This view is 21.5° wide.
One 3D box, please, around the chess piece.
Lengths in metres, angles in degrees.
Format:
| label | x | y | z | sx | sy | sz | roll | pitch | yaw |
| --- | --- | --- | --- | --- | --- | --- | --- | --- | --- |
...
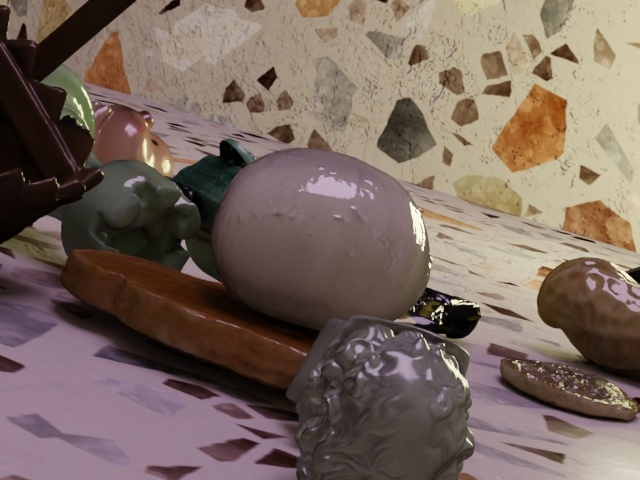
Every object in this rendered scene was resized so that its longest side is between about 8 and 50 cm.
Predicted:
| label | x | y | z | sx | sy | sz | roll | pitch | yaw |
| --- | --- | --- | --- | --- | --- | --- | --- | --- | --- |
| chess piece | -0.254 | -0.059 | 1.695 | 0.194 | 0.195 | 0.299 | 7 | 20 | -46 |

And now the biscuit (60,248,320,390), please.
| label | x | y | z | sx | sy | sz | roll | pitch | yaw |
| --- | --- | --- | --- | --- | --- | --- | --- | --- | --- |
| biscuit | -0.052 | 0.085 | 1.468 | 0.376 | 0.051 | 0.269 | 19 | 6 | 20 |

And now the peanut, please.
| label | x | y | z | sx | sy | sz | roll | pitch | yaw |
| --- | --- | --- | --- | --- | --- | --- | --- | --- | --- |
| peanut | 0.391 | 0.099 | 1.924 | 0.298 | 0.136 | 0.120 | 16 | -13 | 16 |

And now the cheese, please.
| label | x | y | z | sx | sy | sz | roll | pitch | yaw |
| --- | --- | --- | --- | --- | --- | --- | --- | --- | --- |
| cheese | 0.000 | 0.000 | 1.445 | 0.198 | 0.154 | 0.189 | 19 | 10 | 4 |

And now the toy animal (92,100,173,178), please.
| label | x | y | z | sx | sy | sz | roll | pitch | yaw |
| --- | --- | --- | --- | --- | --- | --- | --- | --- | --- |
| toy animal | -0.297 | -0.107 | 2.052 | 0.248 | 0.149 | 0.165 | 20 | 19 | -20 |

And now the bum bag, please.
| label | x | y | z | sx | sy | sz | roll | pitch | yaw |
| --- | --- | --- | --- | --- | --- | --- | --- | --- | --- |
| bum bag | 0.098 | 0.078 | 1.784 | 0.106 | 0.060 | 0.232 | 8 | 3 | 19 |

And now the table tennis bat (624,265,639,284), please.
| label | x | y | z | sx | sy | sz | roll | pitch | yaw |
| --- | --- | --- | --- | --- | --- | --- | --- | --- | --- |
| table tennis bat | 0.438 | 0.077 | 1.974 | 0.246 | 0.138 | 0.022 | -19 | 23 | 28 |

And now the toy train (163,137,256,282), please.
| label | x | y | z | sx | sy | sz | roll | pitch | yaw |
| --- | --- | --- | --- | --- | --- | --- | --- | --- | --- |
| toy train | -0.057 | 0.005 | 1.704 | 0.116 | 0.177 | 0.285 | -35 | 30 | -20 |

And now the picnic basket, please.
| label | x | y | z | sx | sy | sz | roll | pitch | yaw |
| --- | --- | --- | --- | --- | --- | --- | --- | --- | --- |
| picnic basket | -0.312 | -0.151 | 1.471 | 0.291 | 0.321 | 0.254 | 55 | 16 | 12 |

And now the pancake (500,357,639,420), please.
| label | x | y | z | sx | sy | sz | roll | pitch | yaw |
| --- | --- | --- | --- | --- | --- | --- | --- | --- | --- |
| pancake | 0.253 | 0.149 | 1.707 | 0.151 | 0.025 | 0.151 | 15 | 6 | -2 |

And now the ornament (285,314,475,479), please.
| label | x | y | z | sx | sy | sz | roll | pitch | yaw |
| --- | --- | --- | --- | --- | --- | --- | --- | --- | --- |
| ornament | 0.045 | 0.111 | 1.187 | 0.120 | 0.130 | 0.285 | 28 | 7 | -2 |
